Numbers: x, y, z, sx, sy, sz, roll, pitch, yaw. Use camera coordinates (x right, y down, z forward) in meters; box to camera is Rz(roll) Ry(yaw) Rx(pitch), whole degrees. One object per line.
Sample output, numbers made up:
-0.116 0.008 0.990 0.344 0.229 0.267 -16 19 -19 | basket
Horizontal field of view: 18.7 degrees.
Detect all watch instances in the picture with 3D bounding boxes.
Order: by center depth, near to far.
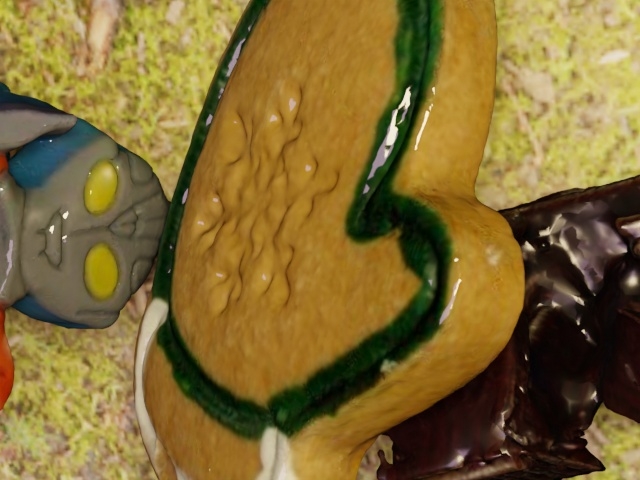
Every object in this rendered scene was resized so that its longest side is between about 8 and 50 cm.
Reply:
-0.256 -0.032 1.119 0.274 0.305 0.241 18 108 52 | watch

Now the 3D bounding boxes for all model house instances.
0.121 0.049 0.986 0.203 0.164 0.141 -22 97 25 | model house

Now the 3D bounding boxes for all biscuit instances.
-0.002 0.000 0.994 0.287 0.057 0.343 38 111 55 | biscuit
